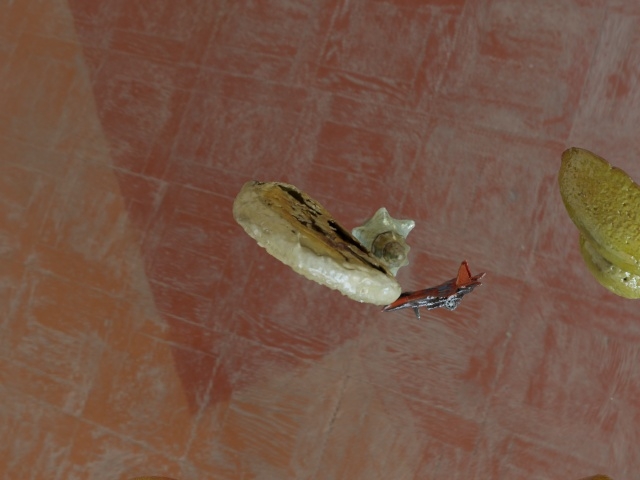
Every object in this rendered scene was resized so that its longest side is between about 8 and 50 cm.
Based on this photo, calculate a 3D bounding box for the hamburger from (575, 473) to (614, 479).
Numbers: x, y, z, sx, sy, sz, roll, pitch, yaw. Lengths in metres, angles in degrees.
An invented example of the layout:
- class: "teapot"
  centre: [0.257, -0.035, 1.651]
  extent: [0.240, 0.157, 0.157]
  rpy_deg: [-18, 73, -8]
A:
- class: "hamburger"
  centre: [0.160, 0.300, 0.468]
  extent: [0.289, 0.170, 0.314]
  rpy_deg: [-97, 30, -55]

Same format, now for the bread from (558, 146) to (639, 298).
- class: "bread"
  centre: [0.299, -0.009, 0.856]
  extent: [0.065, 0.149, 0.187]
  rpy_deg: [-31, 68, -9]

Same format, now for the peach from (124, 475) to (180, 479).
- class: "peach"
  centre: [-0.171, 0.383, 0.811]
  extent: [0.275, 0.245, 0.248]
  rpy_deg: [4, 115, 54]

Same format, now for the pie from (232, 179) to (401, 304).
- class: "pie"
  centre: [0.000, 0.000, 1.386]
  extent: [0.339, 0.339, 0.077]
  rpy_deg: [41, 103, 22]

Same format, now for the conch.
- class: "conch"
  centre: [0.120, -0.009, 1.599]
  extent: [0.137, 0.114, 0.233]
  rpy_deg: [-31, 32, 13]

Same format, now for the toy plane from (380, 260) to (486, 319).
- class: "toy plane"
  centre: [0.194, 0.098, 1.389]
  extent: [0.189, 0.130, 0.061]
  rpy_deg: [-29, 94, 20]
